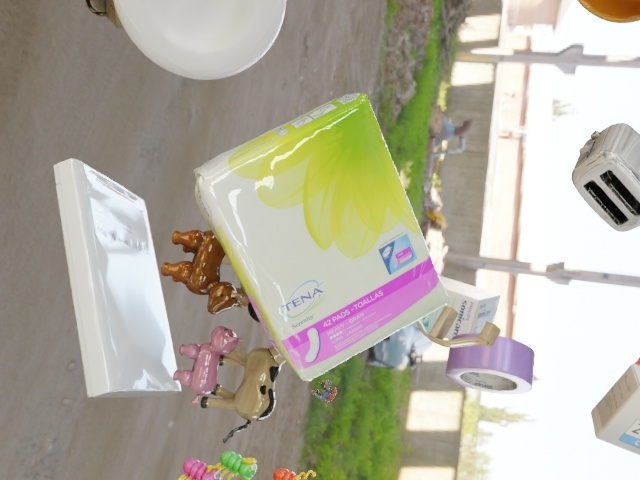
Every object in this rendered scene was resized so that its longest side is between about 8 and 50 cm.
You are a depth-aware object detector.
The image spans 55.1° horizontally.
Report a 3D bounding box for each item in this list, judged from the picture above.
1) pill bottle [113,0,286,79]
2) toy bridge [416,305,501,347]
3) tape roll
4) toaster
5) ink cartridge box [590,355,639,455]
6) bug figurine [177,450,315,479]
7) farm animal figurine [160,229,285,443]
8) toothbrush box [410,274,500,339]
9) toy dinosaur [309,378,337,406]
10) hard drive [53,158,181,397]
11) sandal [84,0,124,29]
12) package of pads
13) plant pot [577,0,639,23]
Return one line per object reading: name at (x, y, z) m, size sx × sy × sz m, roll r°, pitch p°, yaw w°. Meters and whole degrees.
pill bottle at (-0.169, -0.423, 0.950) m, size 0.408 × 0.228 × 0.229 m, roll -97°, pitch -176°, yaw -56°
toy bridge at (0.199, 0.137, 1.000) m, size 0.026 × 0.188 × 0.063 m, roll 41°, pitch 76°, yaw -38°
tape roll at (0.380, 0.278, 1.374) m, size 0.189 × 0.188 × 0.080 m, roll 74°, pitch 28°, yaw -61°
toaster at (0.617, -0.118, 1.248) m, size 0.146 × 0.227 × 0.129 m, roll -42°, pitch -179°, yaw -39°
ink cartridge box at (0.641, 0.270, 0.985) m, size 0.066 × 0.296 × 0.261 m, roll -67°, pitch 177°, yaw -57°
bug figurine at (-0.144, 0.454, 1.147) m, size 0.279 × 0.216 × 0.072 m, roll 17°, pitch 86°, yaw -60°
farm animal figurine at (-0.084, 0.090, 0.933) m, size 0.327 × 0.172 × 0.331 m, roll -63°, pitch 154°, yaw -46°
toothbrush box at (0.302, 0.163, 1.639) m, size 0.216 × 0.295 × 0.126 m, roll 2°, pitch 102°, yaw -60°
toy dinosaur at (0.018, 0.318, 1.269) m, size 0.047 × 0.082 × 0.090 m, roll -44°, pitch 116°, yaw -12°
hard drive at (-0.319, 0.071, 0.981) m, size 0.233 × 0.047 × 0.353 m, roll 49°, pitch 24°, yaw -72°
sandal at (-0.374, -0.408, 1.044) m, size 0.180 × 0.049 × 0.072 m, roll 48°, pitch -37°, yaw 42°
package of pads at (0.000, 0.000, 0.759) m, size 0.297 × 0.229 × 0.101 m, roll 65°, pitch -10°, yaw -16°
plant pot at (0.431, -0.393, 0.746) m, size 0.205 × 0.187 × 0.205 m, roll 57°, pitch -19°, yaw 32°
